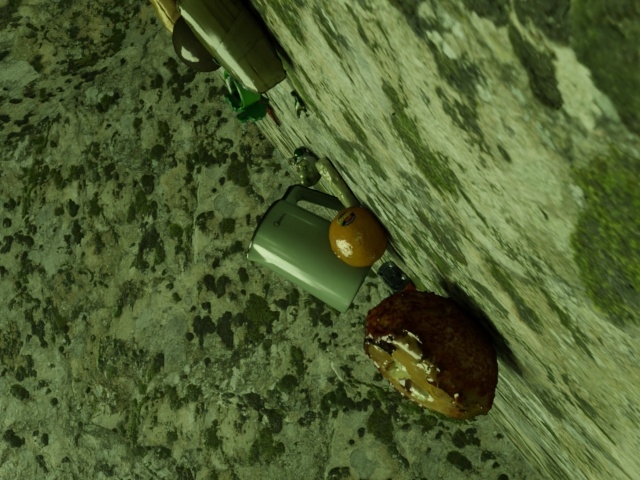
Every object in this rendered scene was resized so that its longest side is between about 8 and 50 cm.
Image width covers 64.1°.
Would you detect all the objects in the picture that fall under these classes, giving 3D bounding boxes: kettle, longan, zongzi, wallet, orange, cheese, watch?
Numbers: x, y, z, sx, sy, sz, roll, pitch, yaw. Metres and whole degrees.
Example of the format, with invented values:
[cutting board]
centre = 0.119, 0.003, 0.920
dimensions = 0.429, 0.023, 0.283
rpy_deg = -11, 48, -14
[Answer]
[kettle]
centre = 0.000, 0.000, 1.675
dimensions = 0.377, 0.361, 0.250
rpy_deg = 28, 154, 5
[longan]
centre = -0.358, -0.591, 1.523
dimensions = 0.187, 0.168, 0.167
rpy_deg = 61, -177, 23
[zongzi]
centre = -0.171, -0.406, 1.042
dimensions = 0.228, 0.115, 0.256
rpy_deg = 48, -173, -19
[wallet]
centre = -0.221, -0.520, 1.946
dimensions = 0.196, 0.020, 0.103
rpy_deg = 51, 180, 28
[orange]
centre = 0.106, -0.010, 1.464
dimensions = 0.178, 0.155, 0.177
rpy_deg = 41, 169, 9
[cheese]
centre = 0.052, -0.160, 1.505
dimensions = 0.194, 0.043, 0.065
rpy_deg = 53, 180, -27
[watch]
centre = -0.243, -0.494, 1.687
dimensions = 0.165, 0.131, 0.152
rpy_deg = 56, 163, 21

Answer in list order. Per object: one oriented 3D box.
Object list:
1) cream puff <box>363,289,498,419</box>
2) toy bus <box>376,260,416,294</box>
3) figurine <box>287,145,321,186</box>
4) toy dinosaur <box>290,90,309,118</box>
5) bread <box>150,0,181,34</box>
[cream puff]
centre = 0.259, 0.249, 1.177
dimensions = 0.350, 0.228, 0.350
rpy_deg = 35, 156, 18
[toy bus]
centre = 0.266, 0.141, 1.797
dimensions = 0.077, 0.079, 0.174
rpy_deg = 41, -175, -28
[figurine]
centre = -0.052, -0.250, 1.712
dimensions = 0.197, 0.094, 0.147
rpy_deg = 53, 170, 53
[toy dinosaur]
centre = -0.051, -0.319, 1.210
dimensions = 0.119, 0.029, 0.060
rpy_deg = -53, -59, -85
[bread]
centre = -0.468, -0.756, 1.569
dimensions = 0.294, 0.132, 0.166
rpy_deg = 50, -173, -46
